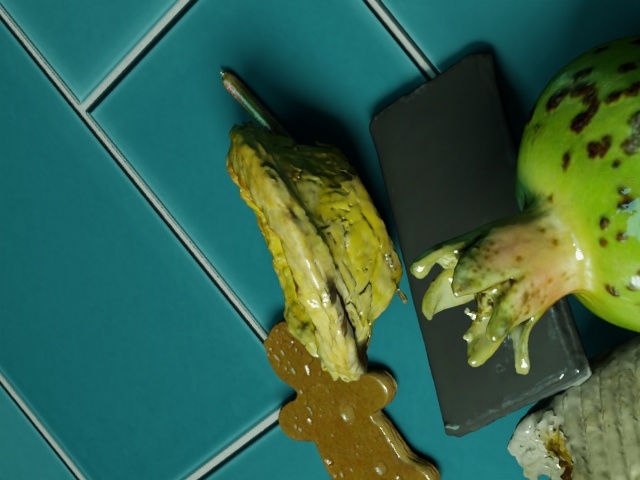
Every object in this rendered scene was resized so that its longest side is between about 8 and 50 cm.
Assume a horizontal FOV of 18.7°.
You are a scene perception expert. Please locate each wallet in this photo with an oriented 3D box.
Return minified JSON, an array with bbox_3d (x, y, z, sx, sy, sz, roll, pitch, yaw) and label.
[{"bbox_3d":[0.116,0.000,1.520,0.146,0.030,0.285,-33,63,41],"label":"wallet"}]

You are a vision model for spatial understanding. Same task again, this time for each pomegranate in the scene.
[{"bbox_3d":[0.227,-0.011,1.361,0.231,0.286,0.231,29,150,19],"label":"pomegranate"}]

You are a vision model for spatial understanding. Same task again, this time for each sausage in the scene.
[{"bbox_3d":[-0.052,-0.109,1.676,0.100,0.015,0.015,47,131,4],"label":"sausage"}]

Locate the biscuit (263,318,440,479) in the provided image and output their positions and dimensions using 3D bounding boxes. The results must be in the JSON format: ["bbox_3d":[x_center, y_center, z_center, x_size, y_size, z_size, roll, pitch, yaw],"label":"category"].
[{"bbox_3d":[0.022,0.155,1.757,0.138,0.031,0.205,-30,95,40],"label":"biscuit"}]

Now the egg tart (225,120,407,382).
[{"bbox_3d":[0.000,0.000,1.600,0.106,0.241,0.241,-25,102,-4],"label":"egg tart"}]

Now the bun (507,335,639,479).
[{"bbox_3d":[0.285,0.206,1.455,0.281,0.281,0.205,3,146,34],"label":"bun"}]
